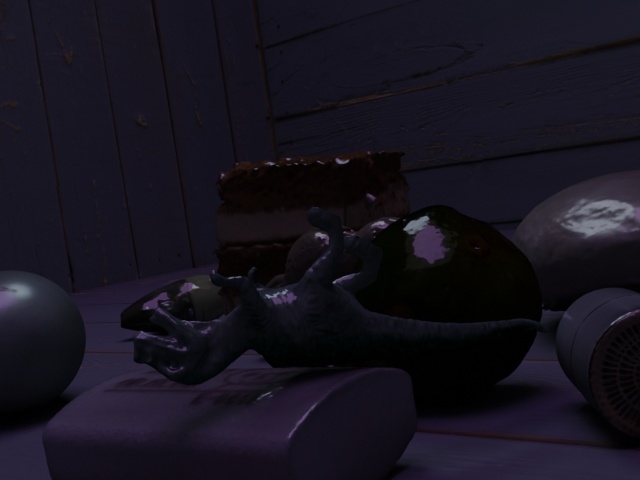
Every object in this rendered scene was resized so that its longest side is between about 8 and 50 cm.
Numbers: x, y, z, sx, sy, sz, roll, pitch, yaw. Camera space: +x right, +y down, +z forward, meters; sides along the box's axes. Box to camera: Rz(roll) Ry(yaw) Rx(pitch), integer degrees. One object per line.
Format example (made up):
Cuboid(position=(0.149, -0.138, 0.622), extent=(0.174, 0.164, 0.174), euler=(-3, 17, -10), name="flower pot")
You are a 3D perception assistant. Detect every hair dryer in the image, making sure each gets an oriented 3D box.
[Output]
Cuboid(position=(0.385, 0.068, 0.844), extent=(0.357, 0.108, 0.173), euler=(-14, 3, 5), name="hair dryer")

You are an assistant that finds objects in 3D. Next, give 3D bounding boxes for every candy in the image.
Cuboid(position=(0.429, 0.003, 1.262), extent=(0.386, 0.186, 0.427), euler=(-1, -1, 16), name="candy")

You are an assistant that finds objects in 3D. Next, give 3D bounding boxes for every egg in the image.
Cuboid(position=(-0.394, 0.130, 1.300), extent=(0.183, 0.183, 0.264), euler=(-8, -2, -2), name="egg")

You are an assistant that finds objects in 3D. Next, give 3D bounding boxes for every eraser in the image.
Cuboid(position=(-0.076, 0.157, 0.836), extent=(0.270, 0.095, 0.174), euler=(-7, 6, 37), name="eraser")

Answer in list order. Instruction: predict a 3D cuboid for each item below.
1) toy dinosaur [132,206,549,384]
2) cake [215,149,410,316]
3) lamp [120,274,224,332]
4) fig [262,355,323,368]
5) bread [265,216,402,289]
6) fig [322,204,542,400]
Cuboid(position=(0.039, 0.034, 0.812), extent=(0.383, 0.129, 0.076), euler=(-4, 7, -20), name="toy dinosaur")
Cuboid(position=(0.000, 0.000, 1.642), extent=(0.282, 0.290, 0.255), euler=(-5, 5, 31), name="cake")
Cuboid(position=(-0.254, 0.119, 1.896), extent=(0.250, 0.101, 0.101), euler=(-13, 4, -15), name="lamp")
Cuboid(position=(0.014, 0.119, 1.265), extent=(0.177, 0.117, 0.117), euler=(2, 4, 4), name="fig")
Cuboid(position=(0.058, 0.064, 1.389), extent=(0.337, 0.183, 0.102), euler=(-8, 11, 23), name="bread")
Cuboid(position=(0.102, 0.080, 1.045), extent=(0.195, 0.195, 0.245), euler=(-12, -24, -49), name="fig")
